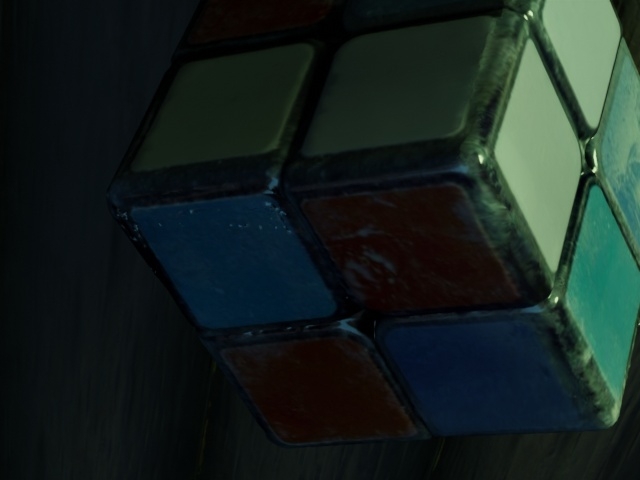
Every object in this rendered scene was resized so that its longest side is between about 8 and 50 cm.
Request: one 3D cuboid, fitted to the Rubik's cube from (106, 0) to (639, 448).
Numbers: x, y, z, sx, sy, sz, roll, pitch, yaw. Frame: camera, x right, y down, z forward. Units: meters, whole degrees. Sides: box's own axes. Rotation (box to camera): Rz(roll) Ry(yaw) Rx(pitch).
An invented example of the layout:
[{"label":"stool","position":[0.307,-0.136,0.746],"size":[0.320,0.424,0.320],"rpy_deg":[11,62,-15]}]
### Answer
[{"label":"Rubik's cube","position":[0.071,-0.050,1.503],"size":[0.313,0.316,0.318],"rpy_deg":[-6,133,29]}]
